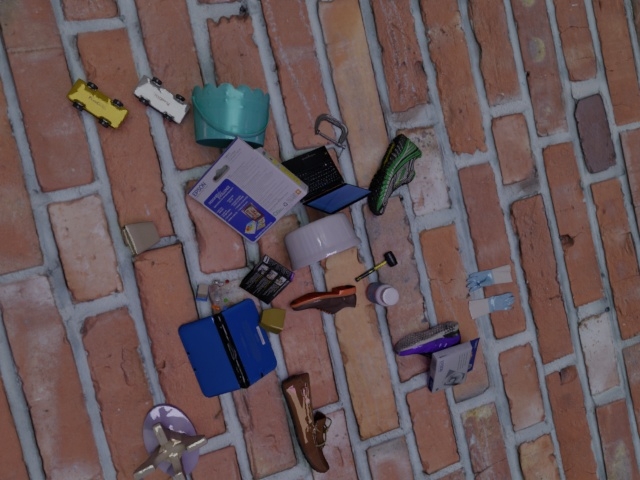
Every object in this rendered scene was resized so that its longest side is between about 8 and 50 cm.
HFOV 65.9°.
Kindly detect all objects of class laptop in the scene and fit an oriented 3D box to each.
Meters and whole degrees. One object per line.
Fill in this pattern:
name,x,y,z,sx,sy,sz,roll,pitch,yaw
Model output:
laptop,0.025,-0.230,1.834,0.234,0.137,0.264,-29,90,-35

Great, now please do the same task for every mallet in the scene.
mallet,0.228,0.120,1.994,0.190,0.039,0.062,-38,96,-8

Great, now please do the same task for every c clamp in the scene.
c clamp,0.043,-0.418,1.948,0.161,0.022,0.137,33,82,-13

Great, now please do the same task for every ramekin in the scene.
ramekin,0.000,0.000,1.813,0.277,0.277,0.135,-21,88,-14

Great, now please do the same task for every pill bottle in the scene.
pill bottle,0.243,0.211,1.930,0.087,0.160,0.087,0,89,-16

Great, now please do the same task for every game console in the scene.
game console,-0.340,0.397,1.840,0.250,0.173,0.293,-25,98,-45

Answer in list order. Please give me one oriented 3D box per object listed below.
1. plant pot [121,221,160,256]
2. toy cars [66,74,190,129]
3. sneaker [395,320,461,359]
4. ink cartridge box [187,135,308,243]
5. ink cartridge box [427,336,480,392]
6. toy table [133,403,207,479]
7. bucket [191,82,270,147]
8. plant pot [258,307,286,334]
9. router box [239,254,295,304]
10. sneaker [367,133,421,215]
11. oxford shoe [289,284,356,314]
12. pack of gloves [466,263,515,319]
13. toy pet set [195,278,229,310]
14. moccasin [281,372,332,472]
plant pot,-0.622,-0.014,1.727,0.096,0.109,0.109,-24,96,-26
toy cars,-0.661,-0.478,1.727,0.394,0.087,0.176,-10,97,-18
sneaker,0.452,0.443,2.019,0.294,0.102,0.146,-17,99,-14
ink cartridge box,-0.256,-0.177,1.749,0.307,0.072,0.304,41,118,-17
ink cartridge box,0.552,0.512,2.015,0.224,0.045,0.223,-16,129,-15
toy table,-0.522,0.723,1.722,0.252,0.161,0.274,-35,100,-12
bucket,-0.313,-0.427,1.732,0.281,0.281,0.183,1,93,-15
plant pot,-0.183,0.295,1.843,0.083,0.081,0.081,17,63,-14
router box,-0.198,0.146,1.811,0.133,0.179,0.046,35,39,-13
sneaker,0.301,-0.247,1.962,0.146,0.134,0.343,29,82,-14
oxford shoe,0.017,0.246,1.905,0.272,0.097,0.098,-10,98,-15
pack of gloves,0.743,0.222,2.128,0.232,0.046,0.195,-12,92,-15
toy pet set,-0.396,0.204,1.801,0.114,0.065,0.122,9,57,-13
moccasin,-0.031,0.691,1.877,0.147,0.139,0.379,-17,85,-6
